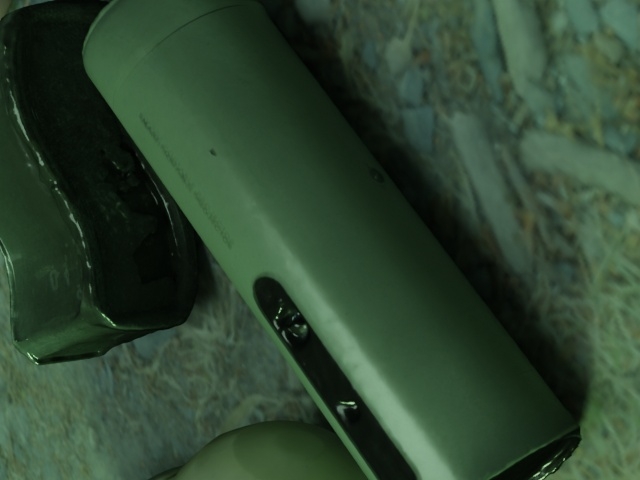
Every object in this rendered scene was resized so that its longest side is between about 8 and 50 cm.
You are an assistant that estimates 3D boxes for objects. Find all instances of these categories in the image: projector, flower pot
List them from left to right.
[{"bbox_3d":[-0.165,-0.037,0.982,0.108,0.103,0.229,-19,90,49],"label":"flower pot"},{"bbox_3d":[0.000,0.000,0.812,0.337,0.108,0.108,54,137,18],"label":"projector"}]

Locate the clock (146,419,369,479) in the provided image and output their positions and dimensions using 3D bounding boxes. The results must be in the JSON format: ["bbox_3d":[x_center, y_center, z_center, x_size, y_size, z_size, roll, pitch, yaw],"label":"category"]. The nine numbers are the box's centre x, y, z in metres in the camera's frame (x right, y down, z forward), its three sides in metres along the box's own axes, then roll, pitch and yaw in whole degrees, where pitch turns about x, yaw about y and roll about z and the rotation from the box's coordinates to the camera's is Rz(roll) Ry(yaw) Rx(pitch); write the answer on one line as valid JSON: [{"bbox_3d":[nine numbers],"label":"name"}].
[{"bbox_3d":[-0.048,0.293,0.937,0.342,0.184,0.325,-30,78,44],"label":"clock"}]

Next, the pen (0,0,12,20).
[{"bbox_3d":[-0.219,-0.202,1.028,0.053,0.032,0.197,55,139,17],"label":"pen"}]
